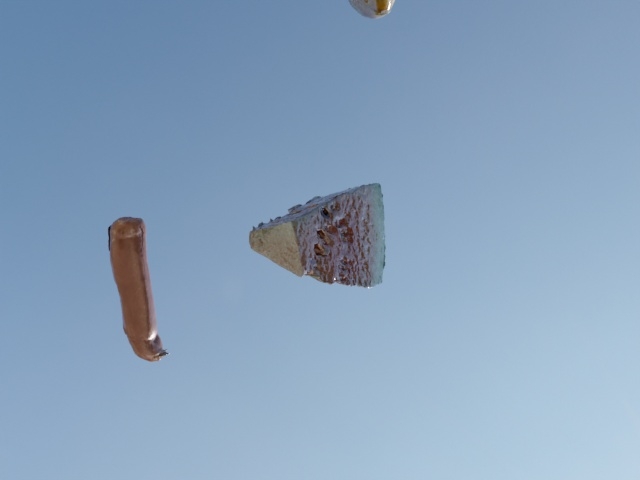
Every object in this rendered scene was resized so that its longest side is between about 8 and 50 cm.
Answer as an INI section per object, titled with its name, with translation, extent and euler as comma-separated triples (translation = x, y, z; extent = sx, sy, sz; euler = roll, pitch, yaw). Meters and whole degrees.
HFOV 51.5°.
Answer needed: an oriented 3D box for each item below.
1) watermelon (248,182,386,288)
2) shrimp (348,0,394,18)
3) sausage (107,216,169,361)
[watermelon]
translation = 0.000, 0.000, 0.912
extent = 0.094, 0.241, 0.154
euler = -12, -94, 33
[shrimp]
translation = 0.028, -0.339, 0.703
extent = 0.150, 0.051, 0.217
euler = 51, -15, 33
[sausage]
translation = -0.188, 0.053, 0.683
extent = 0.042, 0.036, 0.157
euler = -10, -77, -8
